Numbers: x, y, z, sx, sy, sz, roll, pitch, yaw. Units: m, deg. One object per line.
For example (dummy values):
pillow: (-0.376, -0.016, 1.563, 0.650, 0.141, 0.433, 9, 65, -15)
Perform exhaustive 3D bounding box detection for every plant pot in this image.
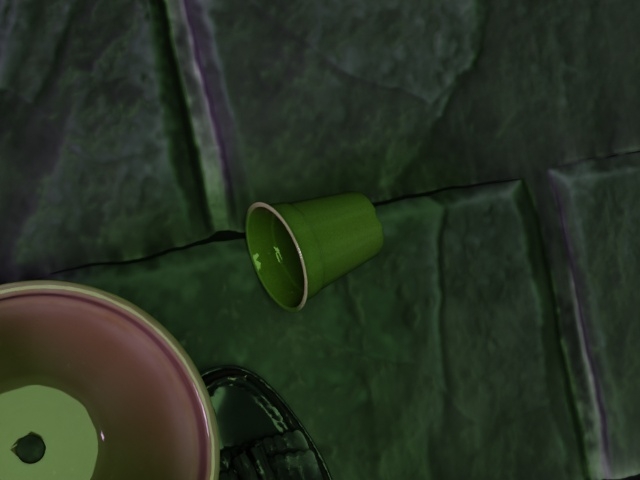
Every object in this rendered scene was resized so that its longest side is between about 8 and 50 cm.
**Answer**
plant pot: (0.000, 0.000, 1.149, 0.079, 0.083, 0.083, -21, 93, -27)
plant pot: (-0.193, 0.145, 1.073, 0.237, 0.110, 0.237, 1, 88, -15)

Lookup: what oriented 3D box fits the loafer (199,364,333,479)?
loafer: (-0.019, 0.233, 1.121, 0.109, 0.095, 0.302, -18, 93, -14)
